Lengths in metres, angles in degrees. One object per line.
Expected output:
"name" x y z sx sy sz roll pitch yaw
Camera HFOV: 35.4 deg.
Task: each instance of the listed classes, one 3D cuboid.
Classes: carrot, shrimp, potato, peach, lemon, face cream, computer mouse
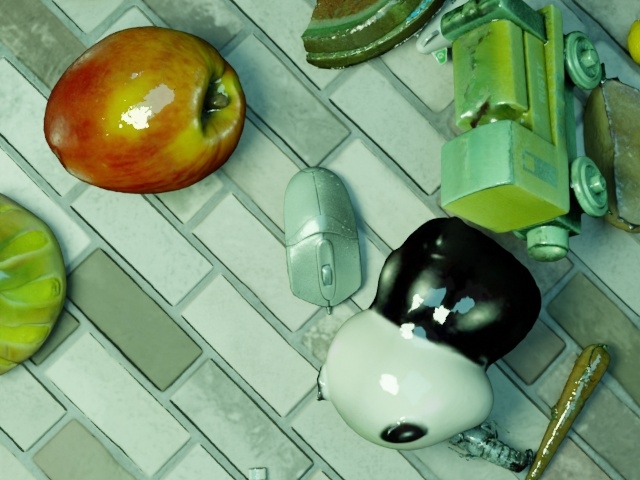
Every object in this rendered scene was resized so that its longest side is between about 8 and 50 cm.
"carrot" 0.370 0.267 1.519 0.049 0.049 0.254 29 86 -1
"shrimp" 0.240 0.289 1.484 0.174 0.076 0.082 29 99 1
"potato" 0.488 -0.124 1.547 0.138 0.098 0.243 -1 77 -9
"peach" -0.251 -0.184 1.425 0.281 0.281 0.238 -36 131 -8
"lemon" 0.519 -0.308 1.587 0.065 0.065 0.092 -17 79 -7
"face cream" -0.091 0.392 1.474 0.038 0.020 0.115 -2 86 -6
"computer mouse" 0.000 -0.002 1.504 0.113 0.068 0.229 -8 84 -4

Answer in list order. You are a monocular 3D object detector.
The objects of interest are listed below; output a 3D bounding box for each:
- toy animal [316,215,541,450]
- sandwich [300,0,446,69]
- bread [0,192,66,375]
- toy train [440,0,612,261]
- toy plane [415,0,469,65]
"toy animal" 0.142 0.143 1.412 0.251 0.251 0.310 36 74 0
"sandwich" 0.078 -0.358 1.514 0.235 0.079 0.159 -10 71 21
"bread" -0.441 0.050 1.419 0.156 0.158 0.261 -18 87 -10
"toy train" 0.287 -0.176 1.427 0.253 0.160 0.397 22 61 -39
"toy plane" 0.215 -0.349 1.559 0.174 0.080 0.174 1 81 -6
